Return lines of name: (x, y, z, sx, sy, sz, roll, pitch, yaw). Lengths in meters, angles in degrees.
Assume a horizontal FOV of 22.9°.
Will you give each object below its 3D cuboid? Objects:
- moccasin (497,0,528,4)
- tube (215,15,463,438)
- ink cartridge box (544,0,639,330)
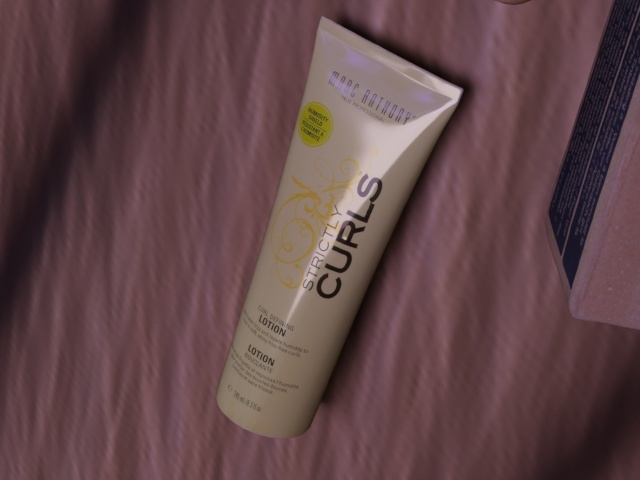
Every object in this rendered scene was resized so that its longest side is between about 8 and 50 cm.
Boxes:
moccasin: (0.067, -0.187, 0.720, 0.380, 0.139, 0.147, -8, 110, 33)
tube: (0.000, 0.000, 0.890, 0.070, 0.062, 0.240, 13, 117, -16)
ink cartridge box: (0.230, -0.047, 0.629, 0.235, 0.088, 0.193, 10, 120, -5)
